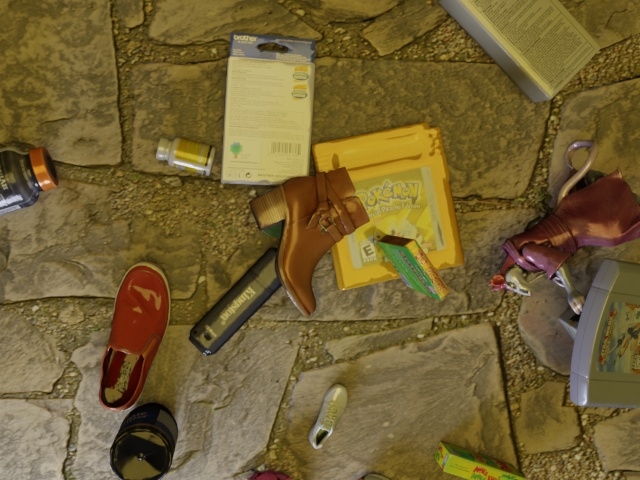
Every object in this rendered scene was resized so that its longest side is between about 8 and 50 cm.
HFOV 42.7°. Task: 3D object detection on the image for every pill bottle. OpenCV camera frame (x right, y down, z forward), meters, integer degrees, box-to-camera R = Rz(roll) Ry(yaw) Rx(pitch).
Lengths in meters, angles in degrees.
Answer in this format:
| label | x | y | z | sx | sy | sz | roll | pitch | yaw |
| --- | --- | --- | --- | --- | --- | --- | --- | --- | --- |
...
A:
| label | x | y | z | sx | sy | sz | roll | pitch | yaw |
| --- | --- | --- | --- | --- | --- | --- | --- | --- | --- |
| pill bottle | -0.281 | -0.179 | 1.713 | 0.116 | 0.065 | 0.065 | 14 | 94 | -7 |
| pill bottle | -0.661 | -0.113 | 1.650 | 0.246 | 0.130 | 0.130 | -18 | 97 | -4 |
| pill bottle | -0.357 | 0.410 | 1.684 | 0.123 | 0.219 | 0.122 | -1 | 95 | -6 |

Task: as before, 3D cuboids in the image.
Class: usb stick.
| label | x | y | z | sx | sy | sz | roll | pitch | yaw |
| --- | --- | --- | --- | --- | --- | --- | --- | --- | --- |
| usb stick | -0.168 | 0.131 | 1.764 | 0.077 | 0.045 | 0.278 | 44 | 90 | -9 |

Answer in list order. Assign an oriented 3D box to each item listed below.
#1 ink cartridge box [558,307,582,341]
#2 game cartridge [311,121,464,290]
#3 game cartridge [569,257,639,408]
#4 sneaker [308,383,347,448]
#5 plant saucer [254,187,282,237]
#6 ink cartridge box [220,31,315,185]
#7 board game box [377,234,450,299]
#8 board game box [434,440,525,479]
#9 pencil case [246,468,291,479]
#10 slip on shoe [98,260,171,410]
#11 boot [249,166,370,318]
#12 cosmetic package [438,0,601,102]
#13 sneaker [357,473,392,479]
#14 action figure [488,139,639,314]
| label | x | y | z | sx | sy | sz | roll | pitch | yaw |
| --- | --- | --- | --- | --- | --- | --- | --- | --- | --- |
| ink cartridge box | 0.607 | 0.215 | 1.783 | 0.072 | 0.175 | 0.127 | -38 | 97 | 1 |
| game cartridge | 0.146 | -0.077 | 1.772 | 0.286 | 0.052 | 0.323 | -12 | 98 | -4 |
| game cartridge | 0.593 | 0.189 | 1.627 | 0.198 | 0.062 | 0.297 | 7 | 97 | -35 |
| sneaker | 0.021 | 0.390 | 1.800 | 0.054 | 0.061 | 0.152 | 23 | 91 | -5 |
| plant saucer | -0.083 | -0.063 | 1.752 | 0.119 | 0.021 | 0.119 | -3 | 116 | -5 |
| ink cartridge box | -0.110 | -0.272 | 1.723 | 0.186 | 0.065 | 0.311 | 3 | 98 | -7 |
| board game box | 0.184 | 0.050 | 1.633 | 0.039 | 0.259 | 0.124 | -35 | 97 | -3 |
| board game box | 0.353 | 0.507 | 1.827 | 0.181 | 0.092 | 0.043 | 19 | 92 | -7 |
| pencil case | -0.121 | 0.611 | 1.793 | 0.098 | 0.095 | 0.209 | -1 | 94 | -41 |
| slip on shoe | -0.394 | 0.207 | 1.722 | 0.123 | 0.101 | 0.331 | 16 | 92 | -5 |
| boot | 0.000 | 0.000 | 1.704 | 0.220 | 0.109 | 0.283 | -21 | 90 | -7 |
| cosmetic package | 0.419 | -0.456 | 1.732 | 0.160 | 0.113 | 0.309 | -45 | 97 | 0 |
| sneaker | 0.174 | 0.627 | 1.807 | 0.099 | 0.121 | 0.262 | -42 | 98 | -1 |
| action figure | 0.501 | -0.014 | 1.715 | 0.370 | 0.248 | 0.275 | -30 | 97 | -5 |
